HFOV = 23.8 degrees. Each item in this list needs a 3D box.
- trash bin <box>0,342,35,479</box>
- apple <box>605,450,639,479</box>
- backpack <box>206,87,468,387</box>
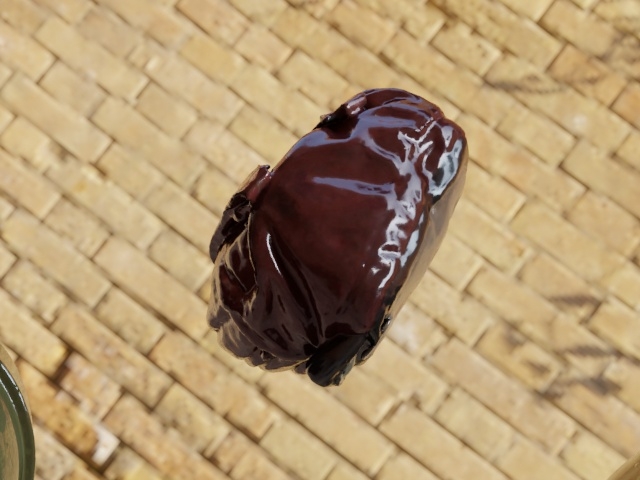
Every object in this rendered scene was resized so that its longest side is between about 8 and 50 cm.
[{"bbox_3d":[-0.297,0.116,0.963,0.214,0.214,0.334,41,-3,-23],"label":"trash bin"},{"bbox_3d":[0.356,0.294,1.124,0.357,0.357,0.357,37,-7,5],"label":"apple"},{"bbox_3d":[0.002,0.002,1.051,0.139,0.229,0.229,33,-6,-3],"label":"backpack"}]
